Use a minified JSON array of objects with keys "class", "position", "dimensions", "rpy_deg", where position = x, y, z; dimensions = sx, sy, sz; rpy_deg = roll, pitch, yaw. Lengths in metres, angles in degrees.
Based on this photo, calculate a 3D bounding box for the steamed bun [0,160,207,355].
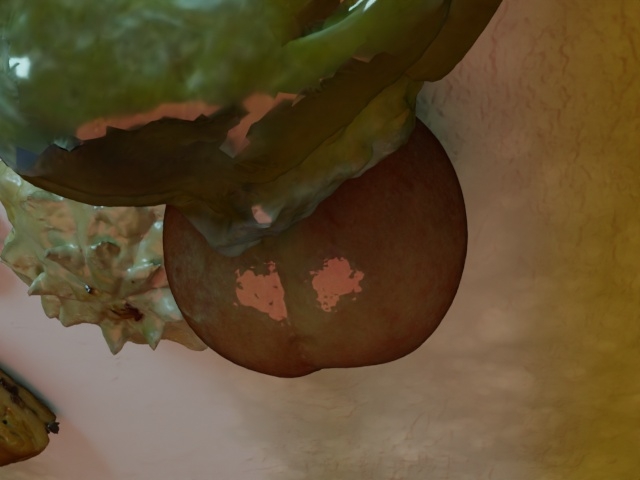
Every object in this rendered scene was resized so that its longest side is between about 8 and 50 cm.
[{"class":"steamed bun","position":[-0.211,0.019,0.724],"dimensions":[0.292,0.137,0.295],"rpy_deg":[5,137,10]}]

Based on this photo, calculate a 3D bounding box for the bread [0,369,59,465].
[{"class":"bread","position":[-0.534,0.263,1.045],"dimensions":[0.210,0.099,0.235],"rpy_deg":[-22,127,28]}]

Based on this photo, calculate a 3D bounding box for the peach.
[{"class":"peach","position":[0.000,0.000,0.594],"dimensions":[0.252,0.252,0.252],"rpy_deg":[5,135,5]}]

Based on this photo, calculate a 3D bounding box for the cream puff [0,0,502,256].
[{"class":"cream puff","position":[-0.073,-0.186,0.423],"dimensions":[0.378,0.275,0.379],"rpy_deg":[0,100,1]}]
